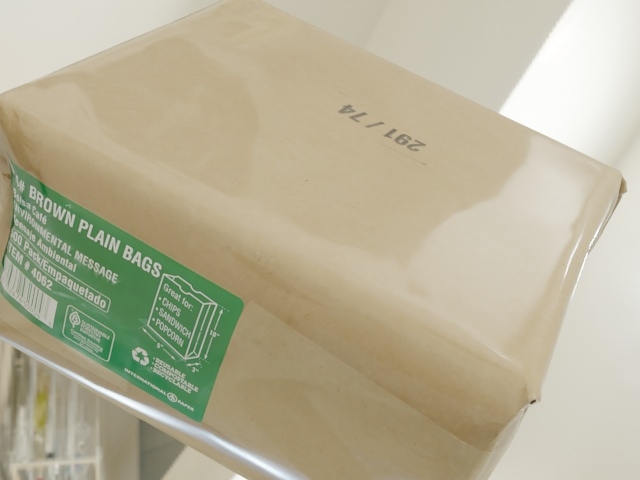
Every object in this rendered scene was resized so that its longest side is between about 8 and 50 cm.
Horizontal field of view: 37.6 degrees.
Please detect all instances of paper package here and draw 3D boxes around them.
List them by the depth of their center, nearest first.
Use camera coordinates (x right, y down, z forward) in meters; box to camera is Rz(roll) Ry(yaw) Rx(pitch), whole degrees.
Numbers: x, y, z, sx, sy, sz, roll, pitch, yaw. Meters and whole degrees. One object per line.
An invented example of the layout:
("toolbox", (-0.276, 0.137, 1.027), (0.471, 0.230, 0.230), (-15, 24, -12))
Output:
("paper package", (0.000, 0.000, 0.612), (0.309, 0.325, 0.168), (-45, 160, -56))
